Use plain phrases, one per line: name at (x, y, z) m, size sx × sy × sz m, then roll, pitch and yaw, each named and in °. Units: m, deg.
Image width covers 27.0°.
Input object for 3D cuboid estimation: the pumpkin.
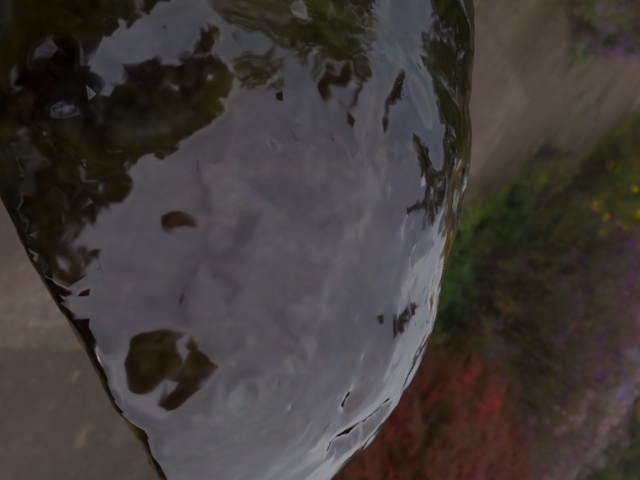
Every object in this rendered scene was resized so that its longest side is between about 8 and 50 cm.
pumpkin at (0.000, 0.000, 0.444) m, size 0.169 × 0.148 × 0.312 m, roll -22°, pitch 147°, yaw -7°
